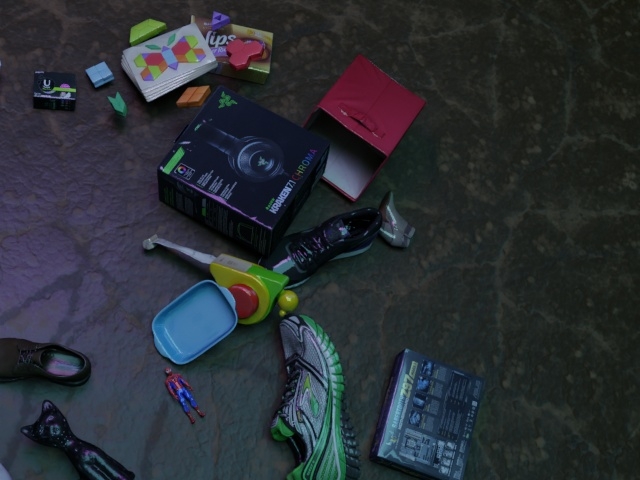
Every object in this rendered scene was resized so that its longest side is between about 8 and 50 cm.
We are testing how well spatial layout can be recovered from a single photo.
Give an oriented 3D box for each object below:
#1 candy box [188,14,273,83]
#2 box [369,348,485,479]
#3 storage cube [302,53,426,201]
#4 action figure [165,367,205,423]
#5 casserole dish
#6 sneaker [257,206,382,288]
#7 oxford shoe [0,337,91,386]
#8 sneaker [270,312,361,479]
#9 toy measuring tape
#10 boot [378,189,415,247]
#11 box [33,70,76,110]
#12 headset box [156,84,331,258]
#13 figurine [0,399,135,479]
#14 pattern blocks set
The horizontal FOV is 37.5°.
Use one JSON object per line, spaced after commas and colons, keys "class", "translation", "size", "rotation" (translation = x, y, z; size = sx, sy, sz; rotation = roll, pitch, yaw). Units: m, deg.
{"class": "candy box", "translation": [-0.203, -0.420, 2.074], "size": [0.186, 0.053, 0.109], "rotation": [11, 66, -14]}
{"class": "box", "translation": [0.215, 0.356, 1.885], "size": [0.183, 0.059, 0.233], "rotation": [21, 65, -9]}
{"class": "storage cube", "translation": [0.077, -0.239, 2.005], "size": [0.183, 0.215, 0.193], "rotation": [36, 56, 0]}
{"class": "action figure", "translation": [-0.260, 0.289, 1.781], "size": [0.038, 0.030, 0.115], "rotation": [-32, 79, -21]}
{"class": "casserole dish", "translation": [-0.234, 0.154, 1.792], "size": [0.188, 0.037, 0.114], "rotation": [-37, 83, 16]}
{"class": "sneaker", "translation": [0.000, 0.000, 1.926], "size": [0.283, 0.124, 0.107], "rotation": [-27, 78, -25]}
{"class": "oxford shoe", "translation": [-0.526, 0.209, 1.692], "size": [0.227, 0.096, 0.083], "rotation": [5, 69, -14]}
{"class": "sneaker", "translation": [-0.027, 0.302, 1.789], "size": [0.146, 0.134, 0.343], "rotation": [-7, 71, -19]}
{"class": "toy measuring tape", "translation": [-0.201, 0.087, 1.852], "size": [0.330, 0.121, 0.121], "rotation": [17, 63, 10]}
{"class": "boot", "translation": [0.166, -0.041, 2.047], "size": [0.087, 0.042, 0.118], "rotation": [27, 64, -13]}
{"class": "box", "translation": [-0.541, -0.304, 1.920], "size": [0.083, 0.052, 0.062], "rotation": [1, 69, -16]}
{"class": "headset box", "translation": [-0.163, -0.146, 1.910], "size": [0.283, 0.131, 0.246], "rotation": [29, 63, 8]}
{"class": "figurine", "translation": [-0.468, 0.416, 1.618], "size": [0.209, 0.092, 0.215], "rotation": [44, 63, -2]}
{"class": "pattern blocks set", "translation": [-0.312, -0.376, 1.962], "size": [0.325, 0.026, 0.285], "rotation": [-37, 58, -17]}
